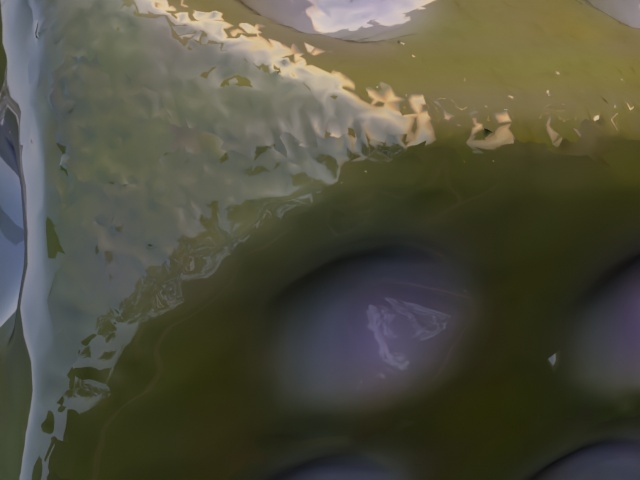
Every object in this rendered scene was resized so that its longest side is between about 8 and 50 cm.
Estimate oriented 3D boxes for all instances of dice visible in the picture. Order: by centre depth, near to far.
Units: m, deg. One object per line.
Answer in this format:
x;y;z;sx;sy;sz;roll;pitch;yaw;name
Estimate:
0.000;0.000;0.574;0.233;0.226;0.238;-116;31;-48;dice
